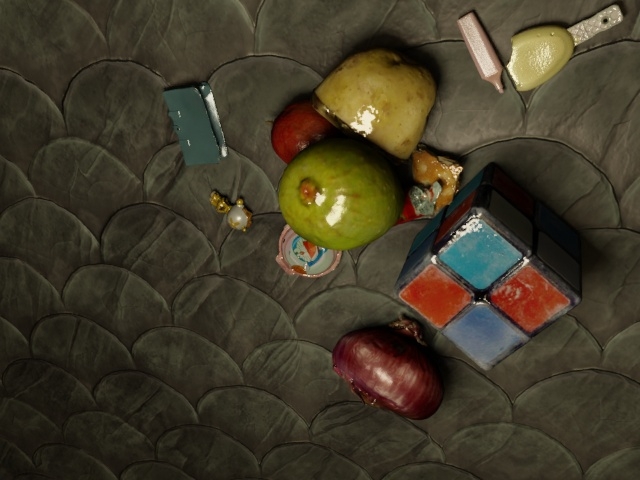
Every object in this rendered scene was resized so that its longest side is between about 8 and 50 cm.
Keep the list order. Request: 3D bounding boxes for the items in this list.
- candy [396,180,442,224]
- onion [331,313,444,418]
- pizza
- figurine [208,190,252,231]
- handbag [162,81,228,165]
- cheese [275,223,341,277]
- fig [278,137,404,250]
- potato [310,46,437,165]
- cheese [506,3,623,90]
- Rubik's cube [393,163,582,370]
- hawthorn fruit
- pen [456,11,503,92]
[{"bbox_3d":[0.213,-0.087,1.647,0.292,0.059,0.086,-18,96,51],"label":"candy"},{"bbox_3d":[0.208,0.343,1.800,0.347,0.347,0.286,27,80,5],"label":"onion"},{"bbox_3d":[0.297,-0.164,1.597,0.161,0.062,0.182,-14,104,53],"label":"pizza"},{"bbox_3d":[-0.259,-0.089,1.850,0.101,0.068,0.143,-23,107,46],"label":"figurine"},{"bbox_3d":[-0.347,-0.320,1.773,0.144,0.057,0.221,-2,117,29],"label":"handbag"},{"bbox_3d":[0.000,0.000,1.799,0.285,0.074,0.189,-33,104,17],"label":"cheese"},{"bbox_3d":[0.069,-0.106,1.482,0.258,0.326,0.258,-1,89,44],"label":"fig"},{"bbox_3d":[0.147,-0.336,1.496,0.285,0.242,0.243,40,123,7],"label":"potato"},{"bbox_3d":[0.525,-0.434,1.395,0.255,0.050,0.127,-27,104,28],"label":"cheese"},{"bbox_3d":[0.406,0.058,1.542,0.313,0.316,0.318,40,122,-2],"label":"Rubik's cube"},{"bbox_3d":[-0.036,-0.268,1.613,0.251,0.189,0.190,31,124,19],"label":"hawthorn fruit"},{"bbox_3d":[0.375,-0.425,1.464,0.053,0.032,0.197,-23,105,27],"label":"pen"}]
